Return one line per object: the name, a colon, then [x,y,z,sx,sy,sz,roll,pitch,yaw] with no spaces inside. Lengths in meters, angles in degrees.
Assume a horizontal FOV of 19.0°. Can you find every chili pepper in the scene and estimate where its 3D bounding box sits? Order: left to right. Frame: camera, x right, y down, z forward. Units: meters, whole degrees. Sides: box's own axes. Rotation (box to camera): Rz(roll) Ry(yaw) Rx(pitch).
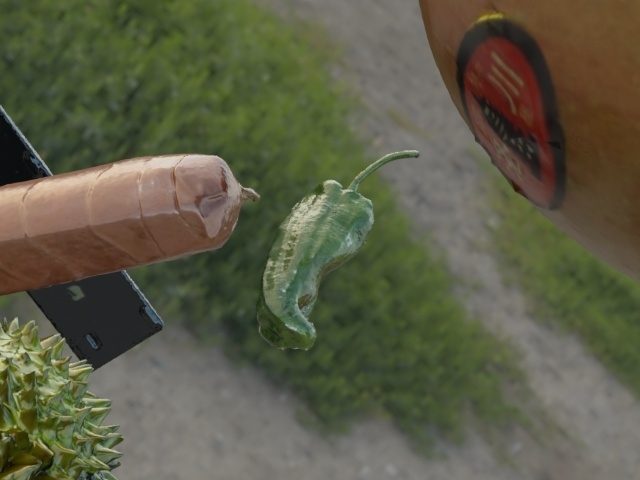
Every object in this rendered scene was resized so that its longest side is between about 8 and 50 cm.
chili pepper: [0.001,0.002,1.556,0.073,0.072,0.204,27,57,4]

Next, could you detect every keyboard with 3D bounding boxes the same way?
keyboard: [-0.276,-0.016,1.821,0.317,0.106,0.027,55,17,-17]

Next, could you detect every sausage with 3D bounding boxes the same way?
sausage: [-0.118,-0.009,1.040,0.065,0.169,0.065,-12,90,-86]

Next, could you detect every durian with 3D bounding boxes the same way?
durian: [-0.222,0.192,1.118,0.224,0.291,0.291,-4,36,-6]

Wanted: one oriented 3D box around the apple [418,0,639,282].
apple: [0.217,-0.107,0.743,0.338,0.338,0.305,12,22,-48]
